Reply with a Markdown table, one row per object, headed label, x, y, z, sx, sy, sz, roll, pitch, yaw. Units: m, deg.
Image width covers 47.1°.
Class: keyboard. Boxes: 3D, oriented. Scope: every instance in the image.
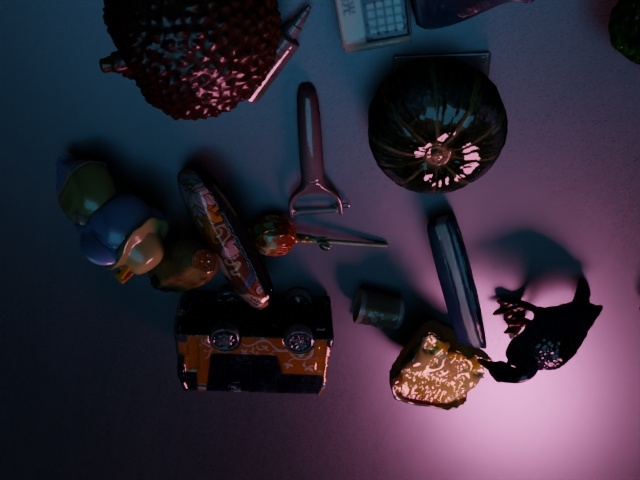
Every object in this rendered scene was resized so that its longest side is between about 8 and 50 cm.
| label | x | y | z | sx | sy | sz | roll | pitch | yaw |
| --- | --- | --- | --- | --- | --- | --- | --- | --- | --- |
| keyboard | 0.221 | -0.315 | 1.341 | 0.176 | 0.014 | 0.055 | -2 | 121 | 1 |

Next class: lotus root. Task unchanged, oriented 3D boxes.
| label | x | y | z | sx | sy | sz | roll | pitch | yaw |
| --- | --- | --- | --- | --- | --- | --- | --- | --- | --- |
| lotus root | -0.268 | 0.048 | 1.455 | 0.110 | 0.097 | 0.258 | 27 | 158 | -25 |

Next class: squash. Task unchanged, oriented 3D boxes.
| label | x | y | z | sx | sy | sz | roll | pitch | yaw |
| --- | --- | --- | --- | --- | --- | --- | --- | --- | --- |
| squash | 0.209 | -0.202 | 1.320 | 0.252 | 0.165 | 0.252 | 2 | 134 | 2 |

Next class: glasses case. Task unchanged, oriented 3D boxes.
| label | x | y | z | sx | sy | sz | roll | pitch | yaw |
| --- | --- | --- | --- | --- | --- | --- | --- | --- | --- |
| glasses case | -0.184 | -0.003 | 1.443 | 0.082 | 0.122 | 0.321 | -35 | 114 | -20 |

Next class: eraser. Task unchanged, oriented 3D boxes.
| label | x | y | z | sx | sy | sz | roll | pitch | yaw |
| --- | --- | --- | --- | --- | --- | --- | --- | --- | --- |
| eraser | 0.074 | -0.462 | 1.214 | 0.124 | 0.081 | 0.278 | -9 | 120 | 5 |

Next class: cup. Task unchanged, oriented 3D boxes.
| label | x | y | z | sx | sy | sz | roll | pitch | yaw |
| --- | --- | --- | --- | --- | --- | --- | --- | --- | --- |
| cup | 0.122 | 0.161 | 1.583 | 0.099 | 0.074 | 0.102 | 12 | 119 | -8 |

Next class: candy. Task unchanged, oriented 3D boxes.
| label | x | y | z | sx | sy | sz | roll | pitch | yaw |
| --- | --- | --- | --- | --- | --- | --- | --- | --- | --- |
| candy | 0.000 | 0.001 | 1.501 | 0.288 | 0.078 | 0.084 | 5 | 143 | -14 |

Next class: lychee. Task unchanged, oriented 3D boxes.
| label | x | y | z | sx | sy | sz | roll | pitch | yaw |
| --- | --- | --- | --- | --- | --- | --- | --- | --- | --- |
| lychee | -0.211 | -0.333 | 1.187 | 0.304 | 0.275 | 0.275 | -22 | 119 | -7 |

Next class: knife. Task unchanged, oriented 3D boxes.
| label | x | y | z | sx | sy | sz | roll | pitch | yaw |
| --- | --- | --- | --- | --- | --- | --- | --- | --- | --- |
| knife | -0.008 | -0.163 | 1.408 | 0.123 | 0.053 | 0.277 | -6 | 121 | -4 |

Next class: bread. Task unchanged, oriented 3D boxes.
| label | x | y | z | sx | sy | sz | roll | pitch | yaw |
| --- | --- | --- | --- | --- | --- | --- | --- | --- | --- |
| bread | 0.236 | 0.260 | 1.611 | 0.252 | 0.133 | 0.174 | 19 | 111 | -37 |

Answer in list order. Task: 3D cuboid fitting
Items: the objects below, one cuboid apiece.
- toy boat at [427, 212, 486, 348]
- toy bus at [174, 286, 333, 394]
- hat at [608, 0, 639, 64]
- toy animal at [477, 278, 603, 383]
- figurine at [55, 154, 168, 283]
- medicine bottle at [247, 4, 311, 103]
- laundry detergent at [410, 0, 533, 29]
| label | x | y | z | sx | sy | sz | roll | pitch | yaw |
| --- | --- | --- | --- | --- | --- | --- | --- | --- | --- |
| toy boat | 0.283 | 0.092 | 1.510 | 0.062 | 0.096 | 0.299 | -14 | 104 | 16 |
| toy bus | -0.141 | 0.217 | 1.565 | 0.324 | 0.162 | 0.194 | 2 | 123 | -4 |
| hat | 0.645 | -0.417 | 1.175 | 0.274 | 0.242 | 0.332 | 13 | 107 | -22 |
| toy animal | 0.467 | 0.191 | 1.546 | 0.298 | 0.185 | 0.122 | -24 | 115 | -9 |
| figurine | -0.391 | -0.051 | 1.391 | 0.154 | 0.180 | 0.262 | -34 | 73 | 12 |
| medicine bottle | -0.079 | -0.335 | 1.300 | 0.058 | 0.057 | 0.199 | 34 | 114 | -19 |
| laundry detergent | 0.289 | -0.452 | 1.216 | 0.290 | 0.094 | 0.143 | -13 | 116 | 7 |
